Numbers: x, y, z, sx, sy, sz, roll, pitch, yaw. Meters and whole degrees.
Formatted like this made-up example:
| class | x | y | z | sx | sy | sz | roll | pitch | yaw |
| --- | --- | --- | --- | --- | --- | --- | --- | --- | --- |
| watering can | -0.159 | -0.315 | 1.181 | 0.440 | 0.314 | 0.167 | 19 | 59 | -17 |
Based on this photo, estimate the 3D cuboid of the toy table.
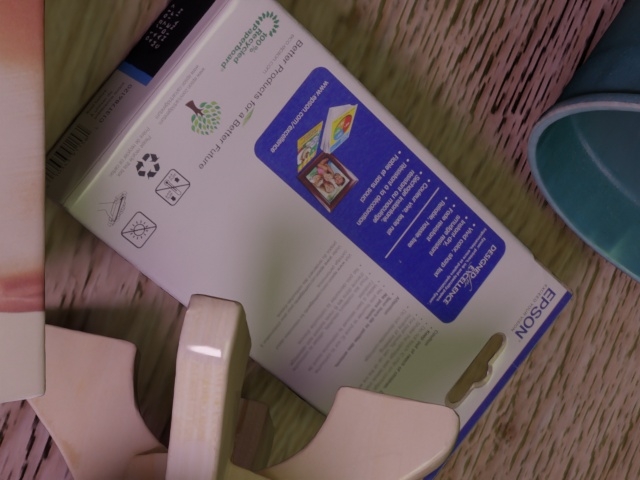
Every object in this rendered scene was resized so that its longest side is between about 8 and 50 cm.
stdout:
| class | x | y | z | sx | sy | sz | roll | pitch | yaw |
| --- | --- | --- | --- | --- | --- | --- | --- | --- | --- |
| toy table | -0.061 | 0.142 | 0.959 | 0.252 | 0.274 | 0.161 | 15 | 70 | -5 |

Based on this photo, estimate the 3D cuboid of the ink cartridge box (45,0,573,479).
| class | x | y | z | sx | sy | sz | roll | pitch | yaw |
| --- | --- | --- | --- | --- | --- | --- | --- | --- | --- |
| ink cartridge box | 0.000 | 0.000 | 1.058 | 0.165 | 0.065 | 0.333 | -52 | 125 | -6 |

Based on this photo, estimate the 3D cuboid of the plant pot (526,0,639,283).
| class | x | y | z | sx | sy | sz | roll | pitch | yaw |
| --- | --- | --- | --- | --- | --- | --- | --- | --- | --- |
| plant pot | 0.308 | -0.103 | 1.102 | 0.271 | 0.272 | 0.255 | 44 | 69 | -36 |

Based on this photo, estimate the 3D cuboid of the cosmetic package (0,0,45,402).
| class | x | y | z | sx | sy | sz | roll | pitch | yaw |
| --- | --- | --- | --- | --- | --- | --- | --- | --- | --- |
| cosmetic package | -0.211 | -0.076 | 0.842 | 0.129 | 0.153 | 0.296 | -7 | 113 | -29 |
